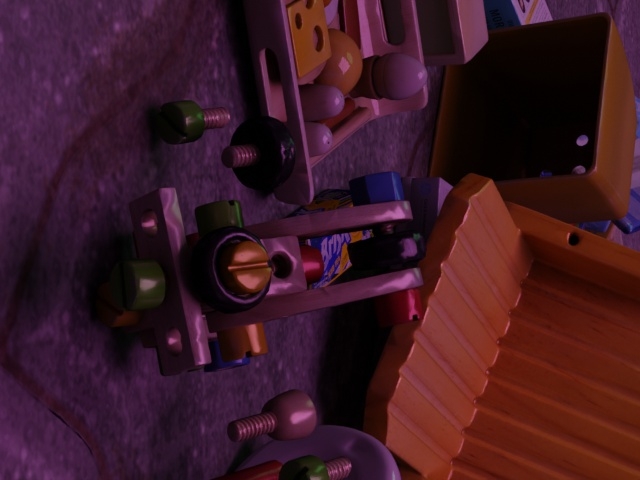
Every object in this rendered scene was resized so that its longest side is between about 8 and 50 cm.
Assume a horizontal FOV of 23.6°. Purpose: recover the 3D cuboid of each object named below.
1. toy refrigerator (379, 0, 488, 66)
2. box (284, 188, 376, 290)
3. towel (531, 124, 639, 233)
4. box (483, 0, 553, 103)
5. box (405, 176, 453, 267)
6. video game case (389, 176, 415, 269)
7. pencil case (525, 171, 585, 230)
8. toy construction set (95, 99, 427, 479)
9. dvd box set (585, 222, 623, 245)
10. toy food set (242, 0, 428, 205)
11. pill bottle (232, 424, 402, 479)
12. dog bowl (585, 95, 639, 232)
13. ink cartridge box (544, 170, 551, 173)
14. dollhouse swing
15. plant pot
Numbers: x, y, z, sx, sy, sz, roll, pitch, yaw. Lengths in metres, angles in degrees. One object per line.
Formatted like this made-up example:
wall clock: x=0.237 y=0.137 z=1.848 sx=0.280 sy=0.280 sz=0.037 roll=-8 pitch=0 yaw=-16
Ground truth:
toy refrigerator: x=0.100 y=-0.323 z=1.626 sx=0.094 sy=0.102 sz=0.269 roll=-47 pitch=132 yaw=-56
box: x=0.000 y=0.000 z=1.456 sx=0.169 sy=0.054 sz=0.059 roll=-38 pitch=124 yaw=-61
towel: x=0.367 y=-0.131 z=2.036 sx=0.209 sy=0.034 sz=0.285 roll=-13 pitch=59 yaw=-50
box: x=0.233 y=-0.299 z=1.919 sx=0.244 sy=0.060 sz=0.100 roll=62 pitch=35 yaw=-29
box: x=0.148 y=0.021 z=1.752 sx=0.186 sy=0.038 sz=0.145 roll=30 pitch=62 yaw=-62
video game case: x=0.116 y=0.027 z=1.749 sx=0.143 sy=0.019 sz=0.157 roll=43 pitch=51 yaw=-57
pencil case: x=0.272 y=0.050 z=1.968 sx=0.133 sy=0.119 sz=0.306 roll=34 pitch=59 yaw=-55
toy construction set: x=-0.086 y=0.071 z=1.132 sx=0.237 sy=0.257 sz=0.309 roll=-11 pitch=110 yaw=-48
dvd box set: x=0.395 y=0.185 z=2.304 sx=0.420 sy=0.062 sz=0.307 roll=-51 pitch=134 yaw=-55
toy food set: x=0.025 y=-0.187 z=1.469 sx=0.306 sy=0.092 sz=0.219 roll=-43 pitch=128 yaw=-59
pill bottle: x=0.024 y=0.317 z=1.374 sx=0.160 sy=0.160 sz=0.283 roll=-63 pitch=144 yaw=-45
dog bowl: x=0.440 y=-0.117 z=2.309 sx=0.297 sy=0.074 sz=0.166 roll=-52 pitch=164 yaw=-55
ink cartridge box: x=0.358 y=-0.187 z=2.230 sx=0.209 sy=0.062 sz=0.109 roll=-51 pitch=134 yaw=-54
dollhouse swing: x=0.237 y=0.140 z=1.616 sx=0.305 sy=0.315 sz=0.347 roll=79 pitch=34 yaw=-75
plant pot: x=0.276 y=-0.123 z=1.838 sx=0.187 sy=0.212 sz=0.212 roll=38 pitch=55 yaw=-49
